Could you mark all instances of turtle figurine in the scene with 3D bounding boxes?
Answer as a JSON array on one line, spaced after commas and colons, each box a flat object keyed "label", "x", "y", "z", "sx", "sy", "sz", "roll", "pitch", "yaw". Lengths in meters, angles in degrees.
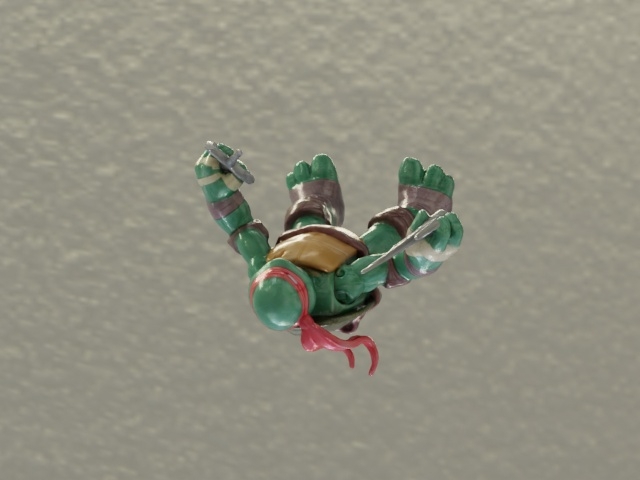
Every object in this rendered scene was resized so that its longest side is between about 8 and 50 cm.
[{"label": "turtle figurine", "x": 0.000, "y": 0.000, "z": 1.170, "sx": 0.234, "sy": 0.175, "sz": 0.118, "roll": -39, "pitch": -32, "yaw": -69}]
